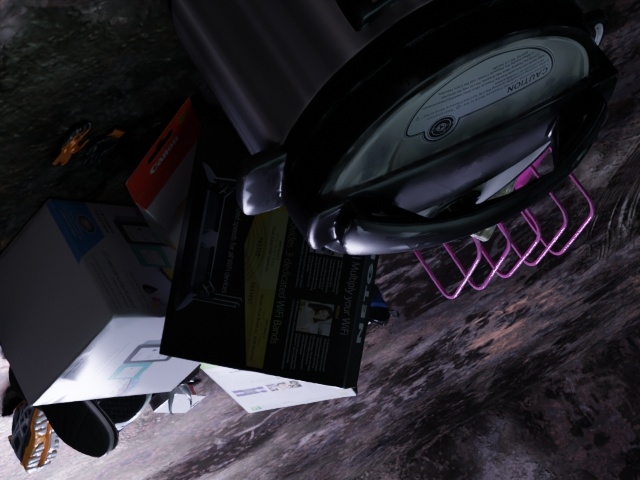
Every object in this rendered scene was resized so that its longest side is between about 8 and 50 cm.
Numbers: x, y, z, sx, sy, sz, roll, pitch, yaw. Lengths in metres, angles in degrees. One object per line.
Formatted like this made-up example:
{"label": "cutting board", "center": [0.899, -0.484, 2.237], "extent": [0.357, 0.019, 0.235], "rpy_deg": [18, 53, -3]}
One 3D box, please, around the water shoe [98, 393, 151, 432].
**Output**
{"label": "water shoe", "center": [-0.371, 0.308, 2.044], "extent": [0.203, 0.073, 0.080], "rpy_deg": [-41, 177, 30]}

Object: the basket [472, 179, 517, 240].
{"label": "basket", "center": [0.263, -0.093, 1.869], "extent": [0.167, 0.113, 0.103], "rpy_deg": [-66, 168, 6]}

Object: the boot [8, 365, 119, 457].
{"label": "boot", "center": [-0.350, 0.238, 1.724], "extent": [0.179, 0.236, 0.085], "rpy_deg": [-7, 123, -53]}

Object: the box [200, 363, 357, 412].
{"label": "box", "center": [-0.083, 0.231, 2.075], "extent": [0.232, 0.058, 0.322], "rpy_deg": [-11, 151, 13]}

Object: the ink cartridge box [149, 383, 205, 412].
{"label": "ink cartridge box", "center": [-0.282, 0.312, 2.190], "extent": [0.063, 0.029, 0.115], "rpy_deg": [-40, 157, 15]}

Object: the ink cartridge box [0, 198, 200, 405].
{"label": "ink cartridge box", "center": [-0.283, 0.085, 1.523], "extent": [0.197, 0.198, 0.270], "rpy_deg": [-45, 155, 25]}

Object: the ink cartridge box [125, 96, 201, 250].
{"label": "ink cartridge box", "center": [-0.178, -0.083, 1.445], "extent": [0.145, 0.045, 0.179], "rpy_deg": [-56, 165, -17]}

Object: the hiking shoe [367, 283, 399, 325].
{"label": "hiking shoe", "center": [-0.003, 0.182, 2.151], "extent": [0.304, 0.132, 0.113], "rpy_deg": [-39, 156, 15]}

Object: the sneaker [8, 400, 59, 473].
{"label": "sneaker", "center": [-0.473, 0.289, 1.849], "extent": [0.084, 0.083, 0.214], "rpy_deg": [-7, 129, -53]}

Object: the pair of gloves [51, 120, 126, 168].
{"label": "pair of gloves", "center": [-0.285, -0.117, 1.358], "extent": [0.074, 0.010, 0.083], "rpy_deg": [-45, 157, 24]}

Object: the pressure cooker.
{"label": "pressure cooker", "center": [0.082, -0.188, 1.161], "extent": [0.370, 0.420, 0.376], "rpy_deg": [-42, 154, 23]}

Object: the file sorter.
{"label": "file sorter", "center": [0.334, -0.038, 2.078], "extent": [0.291, 0.182, 0.202], "rpy_deg": [-20, 154, -27]}

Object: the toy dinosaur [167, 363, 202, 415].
{"label": "toy dinosaur", "center": [-0.279, 0.162, 1.729], "extent": [0.121, 0.160, 0.313], "rpy_deg": [-36, 158, 7]}

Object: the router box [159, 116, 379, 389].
{"label": "router box", "center": [-0.052, 0.014, 1.383], "extent": [0.081, 0.243, 0.308], "rpy_deg": [22, 78, -75]}
